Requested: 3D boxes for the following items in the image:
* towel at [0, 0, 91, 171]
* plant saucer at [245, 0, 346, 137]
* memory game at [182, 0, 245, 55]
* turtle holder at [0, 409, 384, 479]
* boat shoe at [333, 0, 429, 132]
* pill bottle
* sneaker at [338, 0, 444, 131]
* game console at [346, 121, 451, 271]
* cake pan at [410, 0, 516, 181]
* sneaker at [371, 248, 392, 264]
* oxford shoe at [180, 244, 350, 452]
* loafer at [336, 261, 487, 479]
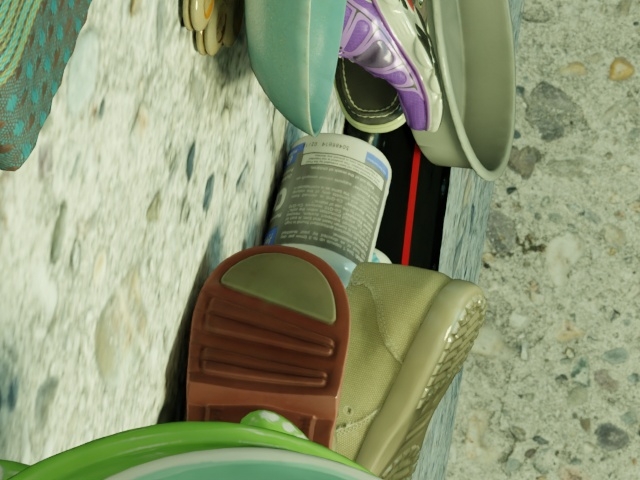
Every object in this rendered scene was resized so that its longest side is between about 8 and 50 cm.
[{"bbox_3d":[-0.100,-0.233,0.582,0.370,0.040,0.271,88,16,-57],"label":"towel"},{"bbox_3d":[-0.005,-0.220,1.040,0.317,0.043,0.318,7,90,-87],"label":"plant saucer"},{"bbox_3d":[-0.048,-0.193,0.985,0.186,0.012,0.186,9,90,-81],"label":"memory game"},{"bbox_3d":[-0.006,0.206,0.647,0.243,0.320,0.227,-64,-154,-4],"label":"turtle holder"},{"bbox_3d":[0.042,-0.195,1.334,0.073,0.080,0.224,47,48,-71],"label":"boat shoe"},{"bbox_3d":[0.000,0.000,1.253,0.078,0.078,0.137,83,19,-59],"label":"pill bottle"},{"bbox_3d":[0.037,-0.144,1.263,0.170,0.071,0.068,58,17,-34],"label":"sneaker"},{"bbox_3d":[0.056,0.022,1.711,0.342,0.060,0.387,-43,141,-66],"label":"game console"},{"bbox_3d":[0.121,-0.198,1.639,0.293,0.054,0.293,-5,90,-71],"label":"cake pan"},{"bbox_3d":[0.020,0.062,1.444,0.229,0.087,0.092,97,0,-57],"label":"sneaker"},{"bbox_3d":[-0.046,0.179,1.041,0.130,0.123,0.348,94,11,-58],"label":"oxford shoe"},{"bbox_3d":[0.020,0.122,1.198,0.102,0.092,0.269,-20,141,-60],"label":"loafer"}]
